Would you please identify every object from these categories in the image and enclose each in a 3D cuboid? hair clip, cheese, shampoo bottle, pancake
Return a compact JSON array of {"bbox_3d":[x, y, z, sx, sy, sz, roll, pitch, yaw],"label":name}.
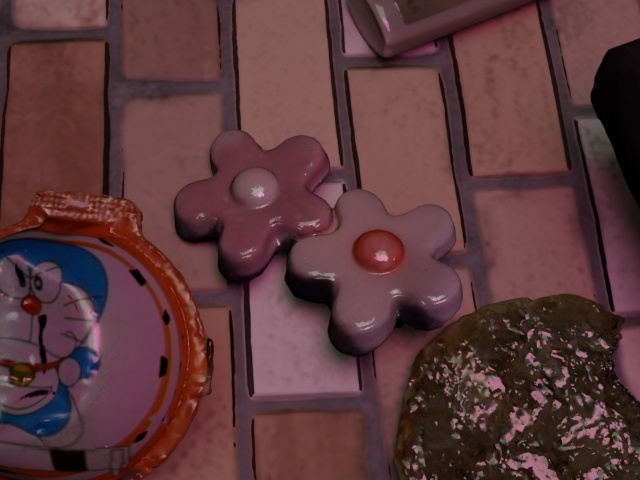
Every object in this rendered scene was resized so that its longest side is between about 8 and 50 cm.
[{"bbox_3d":[-0.001,-0.004,0.823,0.257,0.075,0.146,34,72,16],"label":"hair clip"},{"bbox_3d":[-0.189,0.128,0.716,0.216,0.129,0.329,10,83,7],"label":"cheese"},{"bbox_3d":[0.140,-0.243,0.945,0.227,0.056,0.086,-23,70,-14],"label":"shampoo bottle"},{"bbox_3d":[0.175,0.156,0.776,0.253,0.037,0.254,1,65,-2],"label":"pancake"}]

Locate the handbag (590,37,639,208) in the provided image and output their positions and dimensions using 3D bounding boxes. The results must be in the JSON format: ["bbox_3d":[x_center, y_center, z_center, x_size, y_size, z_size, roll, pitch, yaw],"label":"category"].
[{"bbox_3d":[0.329,-0.008,0.786,0.275,0.178,0.302,-11,67,-25],"label":"handbag"}]
